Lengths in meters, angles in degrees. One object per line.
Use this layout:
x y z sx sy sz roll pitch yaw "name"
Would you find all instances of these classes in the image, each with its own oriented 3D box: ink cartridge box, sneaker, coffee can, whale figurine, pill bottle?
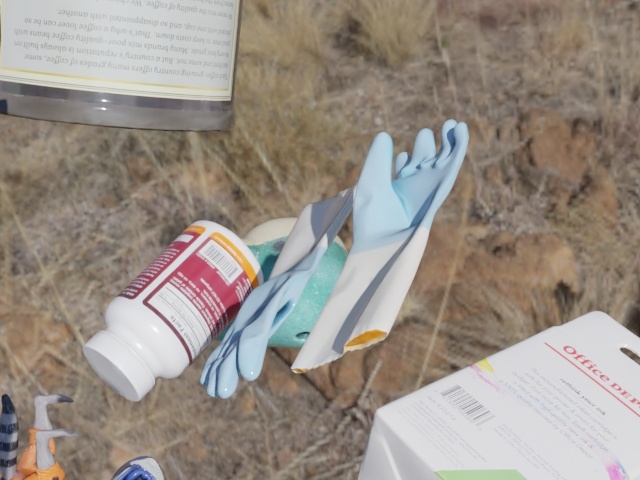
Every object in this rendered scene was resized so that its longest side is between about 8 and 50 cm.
0.242 0.218 1.071 0.353 0.119 0.207 -18 43 -34 "ink cartridge box"
-0.314 0.440 1.745 0.112 0.131 0.296 32 16 -4 "sneaker"
-0.149 -0.227 0.728 0.201 0.275 0.201 6 11 -1 "coffee can"
-0.085 0.084 1.283 0.272 0.216 0.141 -20 52 1 "whale figurine"
-0.125 0.060 0.858 0.086 0.086 0.152 20 54 37 "pill bottle"

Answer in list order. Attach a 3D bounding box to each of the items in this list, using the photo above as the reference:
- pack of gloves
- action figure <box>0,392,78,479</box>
0.000 0.000 0.690 0.195 0.046 0.232 -27 24 41 "pack of gloves"
-0.527 0.419 1.724 0.341 0.178 0.330 28 94 58 "action figure"
